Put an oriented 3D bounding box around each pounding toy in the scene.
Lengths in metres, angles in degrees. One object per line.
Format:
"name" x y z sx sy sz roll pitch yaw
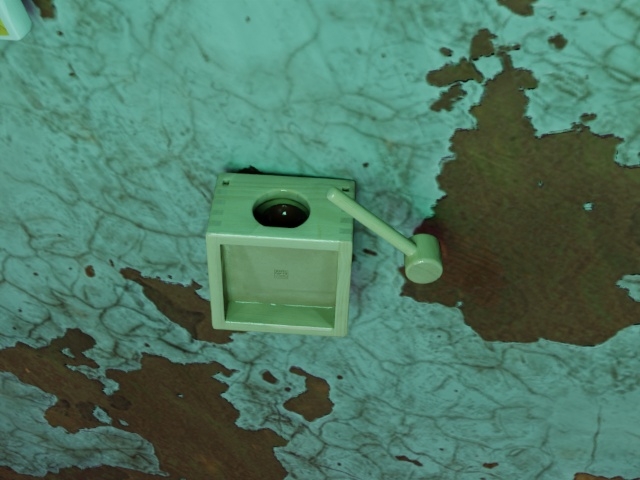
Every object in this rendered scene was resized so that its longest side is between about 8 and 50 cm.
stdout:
"pounding toy" 0.006 -0.006 0.918 0.206 0.094 0.181 3 135 2

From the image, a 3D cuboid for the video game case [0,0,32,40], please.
"video game case" -0.357 -0.247 0.786 0.227 0.026 0.206 7 140 23
